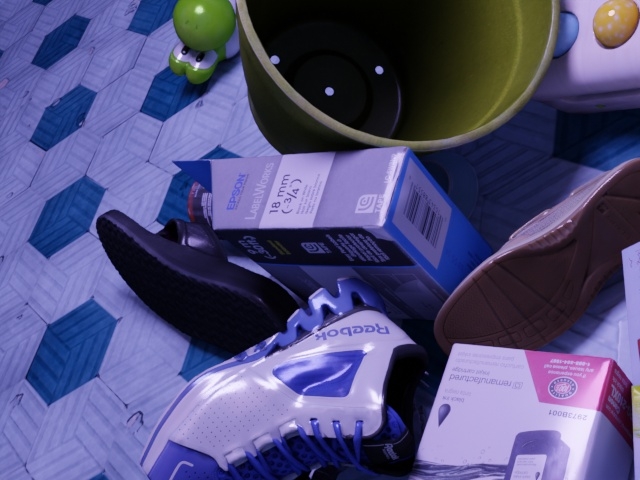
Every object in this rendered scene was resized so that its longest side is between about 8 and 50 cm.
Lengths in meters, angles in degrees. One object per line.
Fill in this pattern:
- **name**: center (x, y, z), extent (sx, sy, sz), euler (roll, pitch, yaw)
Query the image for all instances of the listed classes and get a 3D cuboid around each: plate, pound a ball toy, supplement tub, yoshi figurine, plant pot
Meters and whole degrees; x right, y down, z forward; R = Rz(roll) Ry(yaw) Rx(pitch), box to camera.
- **plate**: center (0.119, -0.050, 1.185), extent (0.188, 0.024, 0.188), euler (-22, 44, 23)
- **pound a ball toy**: center (0.363, -0.188, 0.974), extent (0.319, 0.136, 0.208), euler (4, 81, 55)
- **supplement tub**: center (-0.094, -0.049, 1.296), extent (0.198, 0.106, 0.106), euler (4, 59, 41)
- **yoshi figurine**: center (-0.163, -0.460, 1.646), extent (0.204, 0.203, 0.362), euler (12, 67, 37)
- **plant pot**: center (0.051, -0.240, 1.125), extent (0.366, 0.366, 0.353), euler (-57, 5, -16)

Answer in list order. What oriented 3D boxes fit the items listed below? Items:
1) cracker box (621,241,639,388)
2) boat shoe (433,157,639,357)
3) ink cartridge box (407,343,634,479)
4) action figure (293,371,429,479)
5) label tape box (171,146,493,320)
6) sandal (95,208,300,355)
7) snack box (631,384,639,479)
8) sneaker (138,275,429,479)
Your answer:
- **cracker box**: center (0.384, 0.039, 0.793), extent (0.232, 0.067, 0.155), euler (-34, 38, 46)
- **boat shoe**: center (0.251, 0.023, 0.967), extent (0.302, 0.109, 0.098), euler (-41, 2, 5)
- **ink cartridge box**: center (0.181, 0.228, 0.834), extent (0.172, 0.100, 0.237), euler (0, 56, 40)
- **action figure**: center (0.015, 0.213, 0.993), extent (0.185, 0.099, 0.285), euler (3, 54, 49)
- **label tape box**: center (0.000, 0.000, 1.057), extent (0.334, 0.240, 0.106), euler (0, 62, 36)
- **sandal**: center (-0.157, 0.056, 1.247), extent (0.446, 0.167, 0.107), euler (23, 47, 40)
- **snack box**: center (0.352, 0.215, 0.729), extent (0.174, 0.070, 0.207), euler (-13, 50, 30)
- **sneaker**: center (-0.011, 0.179, 0.875), extent (0.315, 0.127, 0.182), euler (-40, 43, -16)
